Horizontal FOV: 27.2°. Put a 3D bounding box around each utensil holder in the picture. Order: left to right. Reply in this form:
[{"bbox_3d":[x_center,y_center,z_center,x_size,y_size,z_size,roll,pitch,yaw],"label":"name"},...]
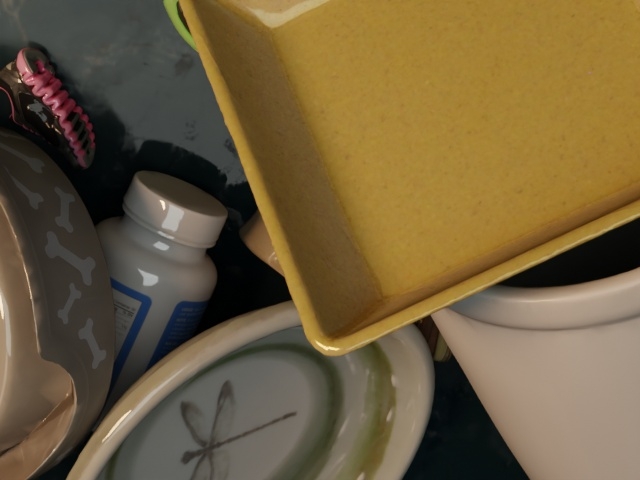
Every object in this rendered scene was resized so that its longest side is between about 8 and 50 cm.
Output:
[{"bbox_3d":[0.257,0.035,1.067,0.328,0.327,0.385,-29,131,5],"label":"utensil holder"}]

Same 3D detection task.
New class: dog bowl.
[{"bbox_3d":[-0.309,0.057,1.108,0.349,0.102,0.348,8,103,39],"label":"dog bowl"}]

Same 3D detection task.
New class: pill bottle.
[{"bbox_3d":[-0.167,0.055,1.199,0.124,0.124,0.221,24,104,-11],"label":"pill bottle"}]

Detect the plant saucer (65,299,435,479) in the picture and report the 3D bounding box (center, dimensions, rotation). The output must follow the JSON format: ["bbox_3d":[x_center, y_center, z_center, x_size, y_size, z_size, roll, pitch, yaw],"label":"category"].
[{"bbox_3d":[-0.080,0.193,1.204,0.400,0.100,0.400,-24,137,-24],"label":"plant saucer"}]

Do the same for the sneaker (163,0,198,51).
[{"bbox_3d":[0.108,-0.242,1.076,0.483,0.202,0.185,-16,91,0],"label":"sneaker"}]

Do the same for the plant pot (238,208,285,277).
[{"bbox_3d":[0.000,0.000,1.209,0.109,0.096,0.109,39,100,-14],"label":"plant pot"}]

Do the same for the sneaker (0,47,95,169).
[{"bbox_3d":[-0.249,-0.112,1.188,0.057,0.047,0.119,-25,105,21],"label":"sneaker"}]

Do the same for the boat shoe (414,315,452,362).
[{"bbox_3d":[0.099,0.032,1.244,0.060,0.064,0.178,2,110,-7],"label":"boat shoe"}]

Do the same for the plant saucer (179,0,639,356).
[{"bbox_3d":[0.103,-0.116,0.899,0.333,0.332,0.081,-25,151,7],"label":"plant saucer"}]
